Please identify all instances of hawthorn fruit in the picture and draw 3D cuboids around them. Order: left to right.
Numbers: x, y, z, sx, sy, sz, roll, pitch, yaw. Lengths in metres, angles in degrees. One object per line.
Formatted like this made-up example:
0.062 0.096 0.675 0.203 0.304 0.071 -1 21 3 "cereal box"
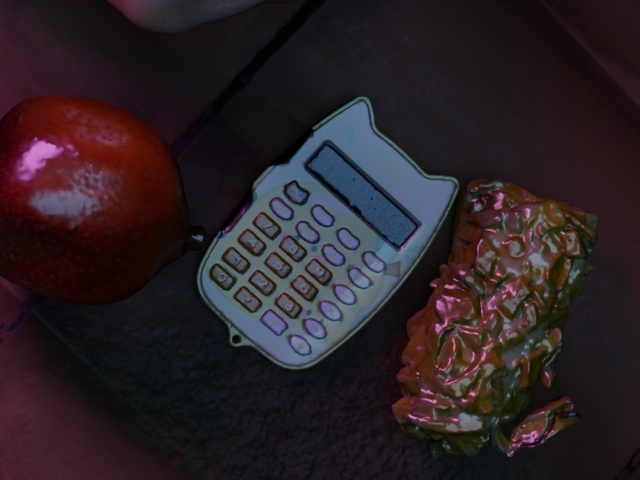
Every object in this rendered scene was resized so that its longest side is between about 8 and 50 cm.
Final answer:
-0.179 -0.032 1.182 0.188 0.169 0.169 10 90 -10 "hawthorn fruit"

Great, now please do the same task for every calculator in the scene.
0.000 0.000 1.281 0.157 0.033 0.236 42 87 -11 "calculator"

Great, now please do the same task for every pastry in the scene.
0.155 0.078 1.277 0.154 0.102 0.250 19 87 -8 "pastry"

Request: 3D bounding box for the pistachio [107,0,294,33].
-0.147 -0.359 1.112 0.365 0.281 0.445 -38 91 20 "pistachio"
